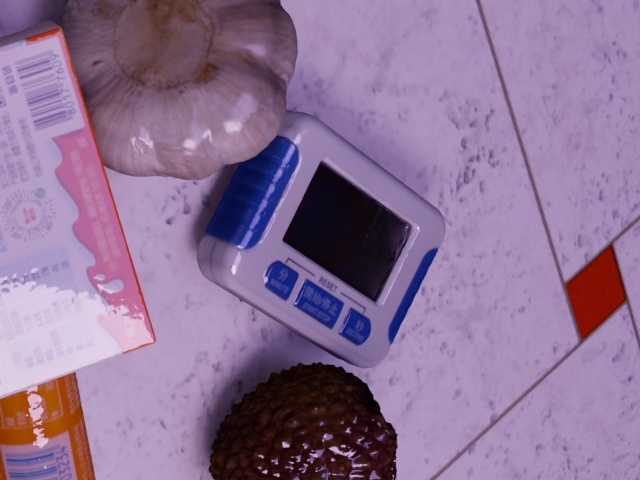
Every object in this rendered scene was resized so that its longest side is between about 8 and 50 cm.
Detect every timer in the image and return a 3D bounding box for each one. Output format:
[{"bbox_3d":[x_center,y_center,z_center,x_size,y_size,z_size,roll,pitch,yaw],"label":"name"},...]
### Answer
[{"bbox_3d":[0.000,0.000,1.806,0.253,0.078,0.178,35,78,-44],"label":"timer"}]

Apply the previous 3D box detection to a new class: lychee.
[{"bbox_3d":[-0.017,0.205,1.798,0.188,0.188,0.188,-15,114,-38],"label":"lychee"}]

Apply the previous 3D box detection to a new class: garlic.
[{"bbox_3d":[-0.119,-0.142,1.611,0.219,0.218,0.212,-58,170,-11],"label":"garlic"}]

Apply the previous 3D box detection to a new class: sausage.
[{"bbox_3d":[-0.253,0.105,1.604,0.093,0.093,0.312,-25,119,-34],"label":"sausage"}]

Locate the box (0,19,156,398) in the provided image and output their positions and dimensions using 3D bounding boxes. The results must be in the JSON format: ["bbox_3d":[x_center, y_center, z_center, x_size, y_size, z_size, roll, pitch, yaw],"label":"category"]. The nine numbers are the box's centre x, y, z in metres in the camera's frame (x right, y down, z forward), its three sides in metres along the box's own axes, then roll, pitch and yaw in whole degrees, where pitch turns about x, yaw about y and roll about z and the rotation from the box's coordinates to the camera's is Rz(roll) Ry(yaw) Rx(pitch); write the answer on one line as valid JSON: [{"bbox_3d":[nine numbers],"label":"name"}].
[{"bbox_3d":[-0.290,-0.002,1.482,0.265,0.048,0.273,-19,109,-15],"label":"box"}]
